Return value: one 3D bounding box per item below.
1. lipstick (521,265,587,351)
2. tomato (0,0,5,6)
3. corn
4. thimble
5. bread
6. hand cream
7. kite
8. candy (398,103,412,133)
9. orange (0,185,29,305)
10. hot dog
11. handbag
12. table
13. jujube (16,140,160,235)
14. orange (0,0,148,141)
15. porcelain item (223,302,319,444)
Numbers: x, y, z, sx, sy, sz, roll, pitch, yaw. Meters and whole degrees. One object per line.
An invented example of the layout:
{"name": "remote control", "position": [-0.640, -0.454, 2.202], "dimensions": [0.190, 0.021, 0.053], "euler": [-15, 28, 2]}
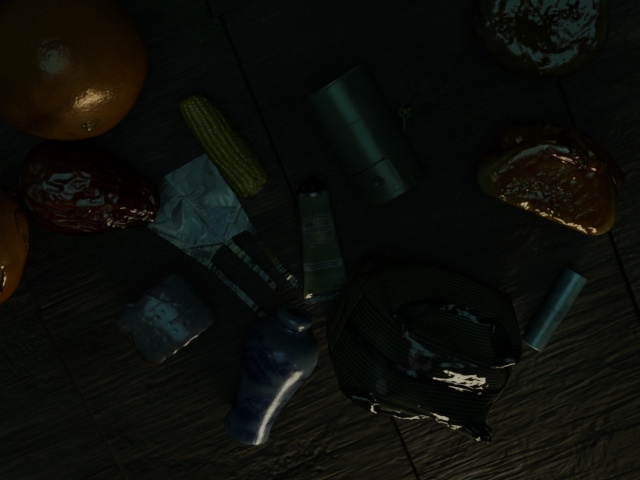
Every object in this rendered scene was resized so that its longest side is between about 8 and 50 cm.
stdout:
{"name": "lipstick", "position": [0.425, 0.125, 1.697], "dimensions": [0.048, 0.048, 0.158], "euler": [29, 99, -7]}
{"name": "tomato", "position": [-0.564, -0.387, 1.544], "dimensions": [0.166, 0.082, 0.174], "euler": [-4, 103, -1]}
{"name": "corn", "position": [-0.167, -0.165, 1.609], "dimensions": [0.072, 0.072, 0.203], "euler": [-35, 99, 5]}
{"name": "thimble", "position": [-0.273, 0.134, 1.633], "dimensions": [0.151, 0.127, 0.118], "euler": [-36, 99, 4]}
{"name": "bread", "position": [0.369, -0.380, 1.560], "dimensions": [0.230, 0.123, 0.230], "euler": [0, 98, 3]}
{"name": "hand cream", "position": [0.000, 0.000, 1.658], "dimensions": [0.086, 0.055, 0.235], "euler": [-8, 108, -1]}
{"name": "kite", "position": [-0.180, 0.006, 1.670], "dimensions": [0.169, 0.015, 0.310], "euler": [-37, 98, 5]}
{"name": "candy", "position": [0.150, -0.199, 1.641], "dimensions": [0.023, 0.025, 0.083], "euler": [6, 112, 25]}
{"name": "orange", "position": [-0.588, 0.010, 1.500], "dimensions": [0.246, 0.246, 0.246], "euler": [0, 101, -2]}
{"name": "hot dog", "position": [0.403, -0.122, 1.602], "dimensions": [0.256, 0.150, 0.153], "euler": [21, 109, -5]}
{"name": "handbag", "position": [0.186, 0.187, 1.605], "dimensions": [0.340, 0.240, 0.247], "euler": [19, 106, -8]}
{"name": "table", "position": [0.074, -0.179, 1.585], "dimensions": [0.126, 0.126, 0.220], "euler": [-32, 101, 4]}
{"name": "jujube", "position": [-0.391, -0.083, 1.576], "dimensions": [0.236, 0.168, 0.168], "euler": [12, 100, -14]}
{"name": "orange", "position": [-0.407, -0.281, 1.481], "dimensions": [0.261, 0.261, 0.261], "euler": [0, 101, -2]}
{"name": "porcelain item", "position": [-0.088, 0.236, 1.660], "dimensions": [0.141, 0.141, 0.259], "euler": [20, 110, -6]}
